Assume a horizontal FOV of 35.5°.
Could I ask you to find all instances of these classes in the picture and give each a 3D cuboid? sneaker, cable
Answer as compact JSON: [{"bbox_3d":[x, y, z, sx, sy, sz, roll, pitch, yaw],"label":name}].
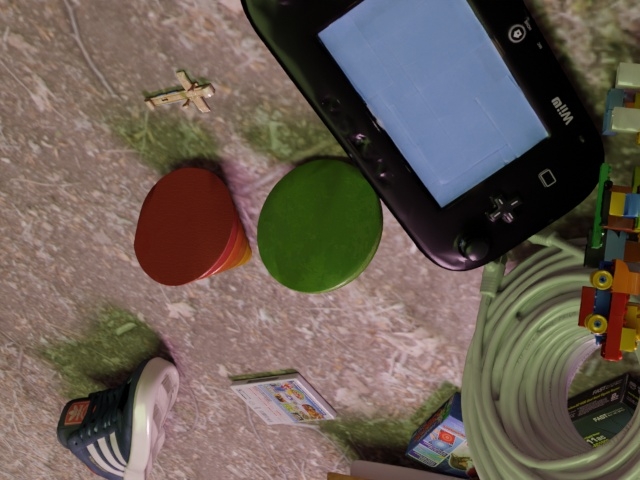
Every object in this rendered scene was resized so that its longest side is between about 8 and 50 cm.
[{"bbox_3d":[-0.293,0.252,1.398,0.148,0.131,0.350,22,144,-2],"label":"sneaker"},{"bbox_3d":[0.229,0.126,0.834,0.089,0.257,0.257,18,180,-40],"label":"cable"}]

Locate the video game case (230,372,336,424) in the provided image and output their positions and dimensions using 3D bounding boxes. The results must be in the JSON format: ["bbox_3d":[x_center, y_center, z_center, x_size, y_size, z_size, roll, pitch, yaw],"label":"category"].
[{"bbox_3d":[-0.049,0.207,1.300,0.122,0.011,0.087,-13,128,41],"label":"video game case"}]

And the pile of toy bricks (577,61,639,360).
[{"bbox_3d":[0.252,-0.018,0.721,0.105,0.212,0.118,7,180,11],"label":"pile of toy bricks"}]

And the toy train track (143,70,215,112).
[{"bbox_3d":[-0.135,-0.132,0.936,0.083,0.014,0.048,-5,133,36],"label":"toy train track"}]

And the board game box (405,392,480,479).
[{"bbox_3d":[0.218,0.266,1.193,0.201,0.035,0.136,28,143,-3],"label":"board game box"}]

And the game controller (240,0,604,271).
[{"bbox_3d":[0.084,-0.118,0.739,0.166,0.067,0.319,-30,120,17],"label":"game controller"}]

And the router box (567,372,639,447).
[{"bbox_3d":[0.312,0.195,1.048,0.092,0.038,0.122,34,143,-10],"label":"router box"}]

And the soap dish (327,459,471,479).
[{"bbox_3d":[0.167,0.392,1.268,0.291,0.118,0.229,0,143,40],"label":"soap dish"}]

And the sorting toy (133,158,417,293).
[{"bbox_3d":[0.000,0.000,0.973,0.365,0.127,0.126,0,165,27],"label":"sorting toy"}]
